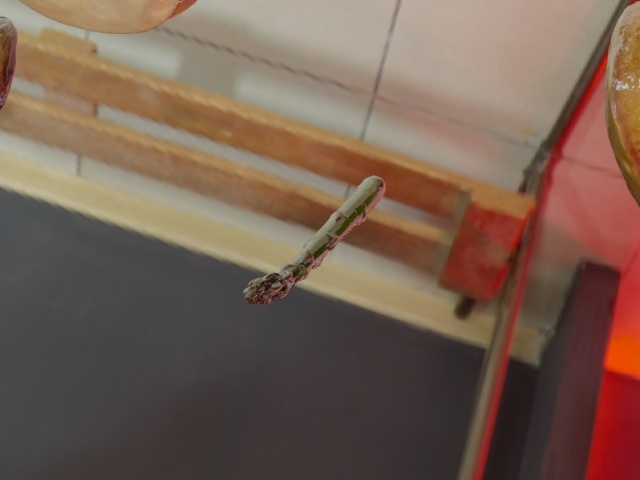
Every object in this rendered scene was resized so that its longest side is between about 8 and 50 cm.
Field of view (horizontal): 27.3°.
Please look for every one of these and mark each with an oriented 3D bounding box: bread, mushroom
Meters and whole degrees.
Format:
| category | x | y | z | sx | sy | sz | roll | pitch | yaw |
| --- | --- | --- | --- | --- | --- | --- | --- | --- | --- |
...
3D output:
| category | x | y | z | sx | sy | sz | roll | pitch | yaw |
| --- | --- | --- | --- | --- | --- | --- | --- | --- | --- |
| bread | 0.353 | -0.106 | 1.215 | 0.143 | 0.195 | 0.270 | -10 | 141 | 37 |
| mushroom | -0.371 | -0.191 | 1.445 | 0.052 | 0.123 | 0.123 | 6 | 145 | -35 |

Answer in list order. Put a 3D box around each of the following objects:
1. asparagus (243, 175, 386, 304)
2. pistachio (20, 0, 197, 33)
| category | x | y | z | sx | sy | sz | roll | pitch | yaw |
| --- | --- | --- | --- | --- | --- | --- | --- | --- | --- |
| asparagus | 0.000 | 0.000 | 0.998 | 0.025 | 0.248 | 0.024 | 29 | 120 | 11 |
| pistachio | -0.174 | -0.233 | 0.968 | 0.200 | 0.117 | 0.145 | 37 | 119 | -5 |
